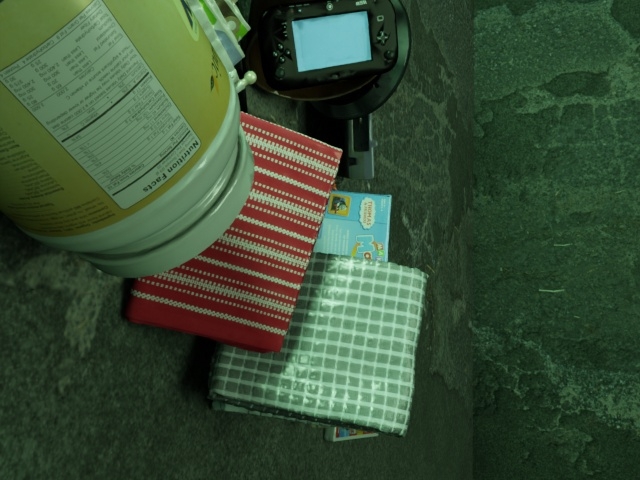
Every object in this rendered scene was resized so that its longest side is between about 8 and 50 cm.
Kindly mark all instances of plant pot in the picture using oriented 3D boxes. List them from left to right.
[{"bbox_3d":[-0.018,-0.372,0.998,0.215,0.215,0.230,39,39,-61],"label":"plant pot"}]

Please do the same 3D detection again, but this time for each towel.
[{"bbox_3d":[-0.101,-0.009,0.778,0.199,0.031,0.275,17,92,-22],"label":"towel"},{"bbox_3d":[-0.006,0.134,0.894,0.121,0.284,0.235,92,7,-74],"label":"towel"}]

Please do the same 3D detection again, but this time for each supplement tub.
[{"bbox_3d":[-0.202,-0.132,0.515,0.316,0.228,0.228,60,38,-50],"label":"supplement tub"}]

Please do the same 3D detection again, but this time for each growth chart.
[{"bbox_3d":[-0.153,-0.227,0.699,0.172,0.021,0.237,-35,138,-12],"label":"growth chart"}]

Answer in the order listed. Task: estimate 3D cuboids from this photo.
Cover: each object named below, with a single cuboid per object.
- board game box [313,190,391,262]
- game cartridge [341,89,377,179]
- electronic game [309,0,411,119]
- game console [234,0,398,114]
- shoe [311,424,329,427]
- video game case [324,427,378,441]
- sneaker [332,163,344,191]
[{"bbox_3d":[0.000,0.000,1.014,0.039,0.211,0.160,127,-32,-81],"label":"board game box"},{"bbox_3d":[0.069,-0.295,1.236,0.230,0.068,0.355,-66,154,-83],"label":"game cartridge"},{"bbox_3d":[0.050,-0.317,1.087,0.048,0.229,0.229,0,91,-52],"label":"electronic game"},{"bbox_3d":[-0.058,-0.252,0.808,0.361,0.044,0.213,-16,120,-24],"label":"game console"},{"bbox_3d":[-0.024,0.227,1.127,0.219,0.058,0.076,69,23,-4],"label":"shoe"},{"bbox_3d":[0.082,0.328,1.425,0.285,0.025,0.204,31,63,-63],"label":"video game case"},{"bbox_3d":[0.005,-0.070,1.163,0.221,0.087,0.083,-62,145,-46],"label":"sneaker"}]
